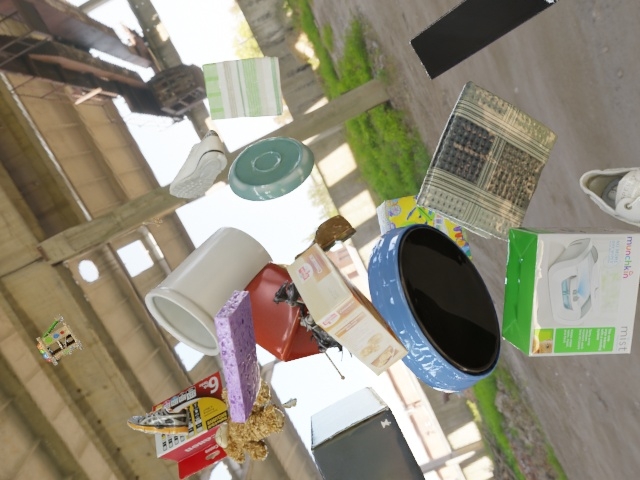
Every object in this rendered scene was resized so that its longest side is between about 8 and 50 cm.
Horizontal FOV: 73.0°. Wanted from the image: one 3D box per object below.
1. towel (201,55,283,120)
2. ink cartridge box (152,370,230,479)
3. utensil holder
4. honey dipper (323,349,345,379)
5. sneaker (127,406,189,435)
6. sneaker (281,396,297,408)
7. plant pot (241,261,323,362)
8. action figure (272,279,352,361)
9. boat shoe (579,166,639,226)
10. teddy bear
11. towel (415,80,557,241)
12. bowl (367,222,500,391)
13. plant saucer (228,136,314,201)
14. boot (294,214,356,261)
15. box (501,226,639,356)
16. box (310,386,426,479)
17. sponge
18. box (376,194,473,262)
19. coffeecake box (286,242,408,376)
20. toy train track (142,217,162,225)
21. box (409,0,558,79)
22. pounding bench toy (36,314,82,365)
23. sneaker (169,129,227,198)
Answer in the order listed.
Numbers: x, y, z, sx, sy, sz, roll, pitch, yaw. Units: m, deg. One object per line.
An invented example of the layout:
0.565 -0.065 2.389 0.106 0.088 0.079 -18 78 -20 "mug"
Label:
-0.153 -0.304 0.868 0.023 0.152 0.113 -82 -12 -71 "towel"
-0.457 0.700 1.641 0.130 0.310 0.271 57 -175 -50 "ink cartridge box"
-0.398 0.177 1.635 0.385 0.328 0.327 -54 -52 -36 "utensil holder"
0.042 0.446 1.596 0.160 0.030 0.030 53 -174 3 "honey dipper"
-0.518 0.582 1.399 0.084 0.215 0.083 71 -159 -60 "sneaker"
-0.124 0.665 1.775 0.032 0.083 0.037 42 -139 -28 "sneaker"
-0.106 0.215 1.429 0.267 0.235 0.267 26 -175 27 "plant pot"
0.003 0.219 1.251 0.276 0.164 0.141 45 -127 -10 "action figure"
0.494 -0.063 0.656 0.096 0.098 0.277 23 -170 -6 "boat shoe"
-0.229 0.554 1.319 0.113 0.338 0.245 -12 -104 -47 "teddy bear"
0.410 -0.177 1.060 0.324 0.312 0.056 19 -176 -24 "towel"
0.271 0.135 0.985 0.391 0.077 0.391 25 -132 -31 "bowl"
-0.180 -0.266 1.518 0.043 0.318 0.317 70 -179 -48 "plant saucer"
0.000 0.000 1.881 0.115 0.305 0.112 55 167 12 "boot"
0.538 0.104 0.942 0.127 0.231 0.261 -112 23 -81 "box"
0.189 0.820 1.514 0.479 0.298 0.472 63 173 9 "box"
-0.147 0.209 0.792 0.117 0.031 0.210 -70 -24 -72 "sponge"
0.392 -0.024 1.662 0.177 0.279 0.289 125 134 -84 "box"
0.043 0.111 0.694 0.185 0.068 0.142 47 -175 -37 "coffeecake box"
-0.734 -0.082 1.894 0.048 0.083 0.014 58 139 27 "toy train track"
0.342 -0.455 0.879 0.103 0.261 0.184 56 -134 -12 "box"
-0.543 0.201 0.884 0.083 0.065 0.052 48 146 13 "pounding bench toy"
-0.333 -0.197 1.169 0.090 0.235 0.094 8 -122 -49 "sneaker"
